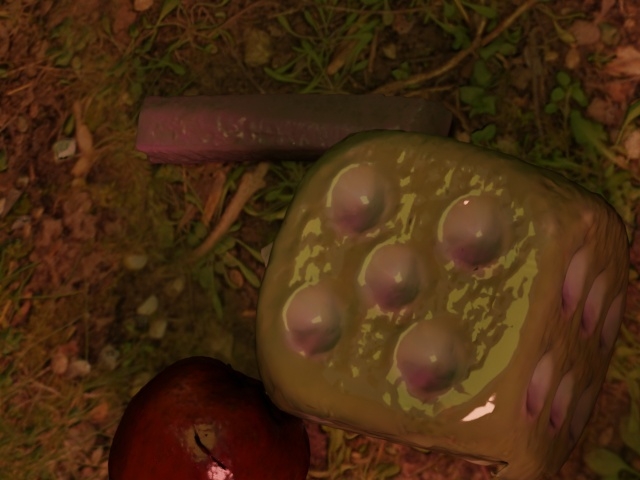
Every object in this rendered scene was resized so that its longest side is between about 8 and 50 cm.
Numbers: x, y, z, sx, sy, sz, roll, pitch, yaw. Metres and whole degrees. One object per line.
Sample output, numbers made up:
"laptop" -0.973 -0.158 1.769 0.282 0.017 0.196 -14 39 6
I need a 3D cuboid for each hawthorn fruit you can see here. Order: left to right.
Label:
"hawthorn fruit" -0.118 0.210 1.334 0.185 0.185 0.202 42 97 29

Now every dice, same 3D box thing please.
"dice" 0.108 0.061 1.238 0.250 0.252 0.254 15 83 28

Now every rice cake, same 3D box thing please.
"rice cake" -0.042 -0.115 1.472 0.365 0.056 0.072 3 73 25

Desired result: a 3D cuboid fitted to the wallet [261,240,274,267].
"wallet" 0.000 0.000 1.434 0.122 0.025 0.061 -34 57 12
